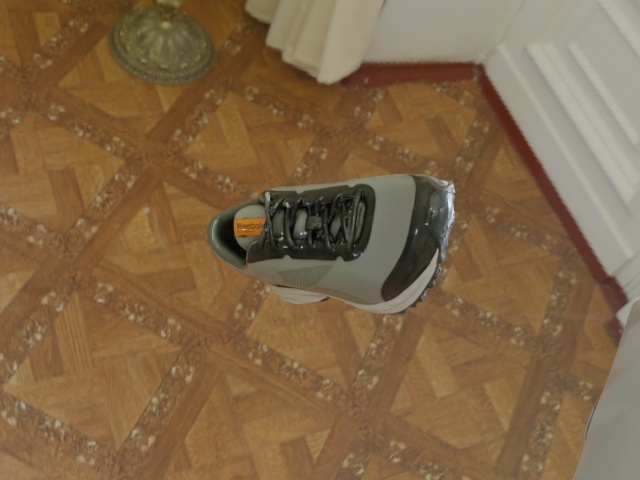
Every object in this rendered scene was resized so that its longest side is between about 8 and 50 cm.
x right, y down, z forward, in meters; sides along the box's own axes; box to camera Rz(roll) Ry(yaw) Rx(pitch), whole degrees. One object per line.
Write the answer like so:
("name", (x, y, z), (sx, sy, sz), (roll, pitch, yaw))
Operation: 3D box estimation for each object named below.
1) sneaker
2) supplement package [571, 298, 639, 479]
("sneaker", (0.000, 0.000, 0.634), (0.108, 0.272, 0.100), (20, 73, -31))
("supplement package", (0.247, 0.063, 0.243), (0.175, 0.293, 0.177), (44, 46, -2))
